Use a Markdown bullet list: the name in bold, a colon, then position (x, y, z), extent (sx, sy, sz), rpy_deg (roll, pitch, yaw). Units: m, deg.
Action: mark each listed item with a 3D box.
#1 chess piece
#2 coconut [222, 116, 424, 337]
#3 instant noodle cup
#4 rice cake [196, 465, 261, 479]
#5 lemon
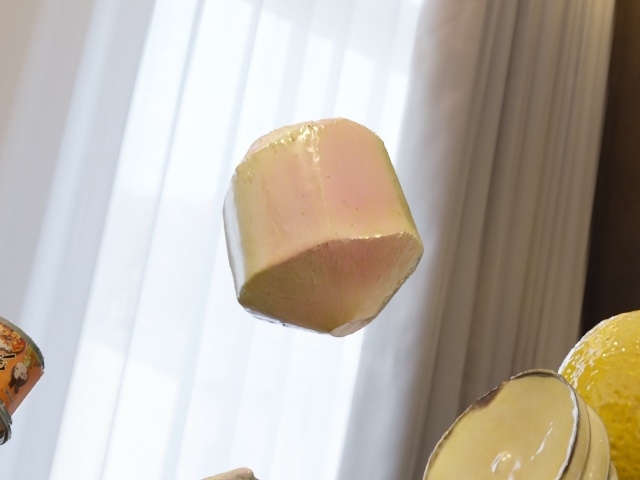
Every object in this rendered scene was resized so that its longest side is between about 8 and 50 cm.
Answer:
- **chess piece**: position (0.210, 0.238, 0.771), extent (0.124, 0.138, 0.307), rpy_deg (-25, -54, 34)
- **coconut**: position (0.000, 0.000, 1.284), extent (0.233, 0.245, 0.233), rpy_deg (-12, -21, -4)
- **instant noodle cup**: position (-0.468, 0.184, 1.476), extent (0.178, 0.125, 0.208), rpy_deg (32, -37, 7)
- **rice cake**: position (-0.244, 0.402, 1.551), extent (0.365, 0.056, 0.073), rpy_deg (-13, -2, -26)
- **lemon**: position (0.297, 0.163, 0.961), extent (0.187, 0.244, 0.187), rpy_deg (23, -6, 3)
